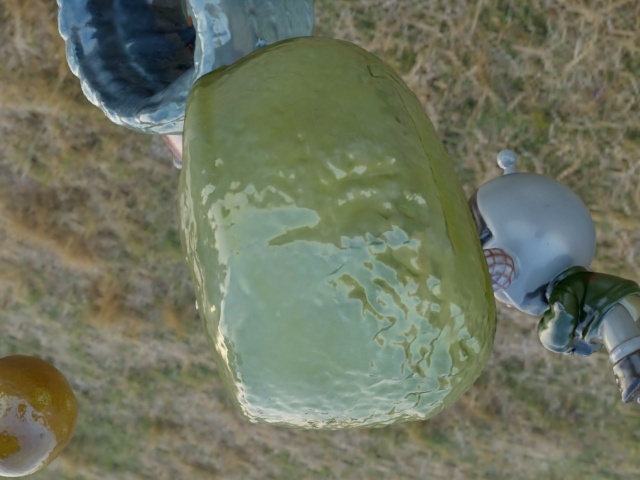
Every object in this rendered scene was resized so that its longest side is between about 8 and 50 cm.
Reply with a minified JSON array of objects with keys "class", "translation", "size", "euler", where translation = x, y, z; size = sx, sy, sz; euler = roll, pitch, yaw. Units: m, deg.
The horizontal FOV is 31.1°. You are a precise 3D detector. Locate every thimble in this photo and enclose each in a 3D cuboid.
[{"class":"thimble","translation":[-0.126,-0.205,1.083],"size":[0.250,0.172,0.205],"euler":[53,128,20]}]

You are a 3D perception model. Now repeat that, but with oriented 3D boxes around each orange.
[{"class":"orange","translation":[-0.387,0.227,1.489],"size":[0.159,0.158,0.136],"euler":[-7,162,34]}]

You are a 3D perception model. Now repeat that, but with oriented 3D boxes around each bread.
[{"class":"bread","translation":[0.011,-0.003,0.920],"size":[0.237,0.320,0.320],"euler":[-15,144,-4]}]

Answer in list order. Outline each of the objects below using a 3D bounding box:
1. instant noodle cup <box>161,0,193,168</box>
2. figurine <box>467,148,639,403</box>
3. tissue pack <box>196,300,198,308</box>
[{"class":"instant noodle cup","translation":[-0.156,-0.251,1.444],"size":[0.243,0.243,0.231],"euler":[-17,120,42]},{"class":"figurine","translation":[0.305,0.046,1.460],"size":[0.281,0.370,0.167],"euler":[11,126,-50]},{"class":"tissue pack","translation":[-0.126,0.045,1.435],"size":[0.042,0.083,0.062],"euler":[14,160,-27]}]
